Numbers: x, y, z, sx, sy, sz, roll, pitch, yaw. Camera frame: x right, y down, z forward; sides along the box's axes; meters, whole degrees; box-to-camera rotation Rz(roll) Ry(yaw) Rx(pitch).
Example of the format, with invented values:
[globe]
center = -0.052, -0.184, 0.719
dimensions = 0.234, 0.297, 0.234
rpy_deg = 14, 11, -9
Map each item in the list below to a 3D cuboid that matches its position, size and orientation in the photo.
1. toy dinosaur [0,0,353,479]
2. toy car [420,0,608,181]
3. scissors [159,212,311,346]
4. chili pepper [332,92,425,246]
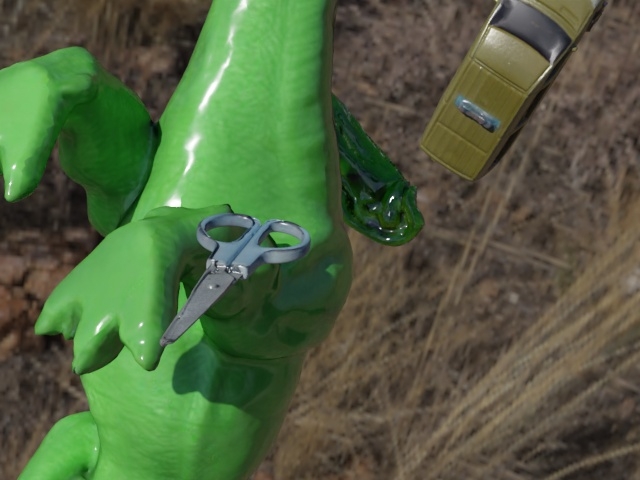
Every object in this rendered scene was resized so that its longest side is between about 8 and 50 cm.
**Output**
[toy dinosaur]
center = 0.000, 0.000, 0.680
dimensions = 0.144, 0.374, 0.500
rpy_deg = 27, 69, 30
[toy car]
center = 0.200, -0.182, 1.460
dimensions = 0.101, 0.256, 0.124
rpy_deg = 34, 47, 6
[scissors]
center = -0.028, 0.011, 0.394
dimensions = 0.036, 0.006, 0.083
rpy_deg = 11, 27, 12
[chili pepper]
center = 0.005, -0.098, 1.317
dimensions = 0.257, 0.100, 0.074
rpy_deg = 50, 10, 3
